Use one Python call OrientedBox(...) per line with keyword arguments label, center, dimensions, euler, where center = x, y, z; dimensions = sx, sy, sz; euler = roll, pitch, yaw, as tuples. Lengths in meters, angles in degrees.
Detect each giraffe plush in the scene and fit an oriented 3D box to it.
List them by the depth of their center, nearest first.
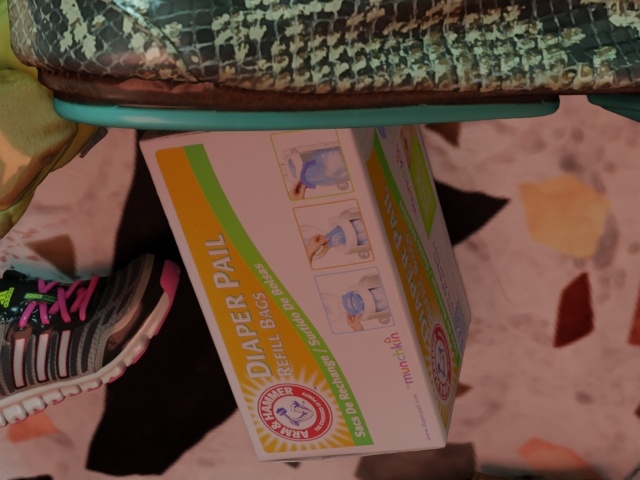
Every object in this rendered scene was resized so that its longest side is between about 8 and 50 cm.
OrientedBox(label="giraffe plush", center=(-0.163, -0.119, 0.855), dimensions=(0.170, 0.181, 0.210), euler=(42, 158, -4))

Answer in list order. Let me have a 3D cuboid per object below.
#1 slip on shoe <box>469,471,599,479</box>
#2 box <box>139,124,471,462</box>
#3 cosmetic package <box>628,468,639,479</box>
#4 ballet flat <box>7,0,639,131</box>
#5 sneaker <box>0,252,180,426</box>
OrientedBox(label="slip on shoe", center=(0.098, 0.153, 1.032), dimensions=(0.135, 0.051, 0.041), euler=(-15, 107, 29))
OrientedBox(label="box", center=(0.000, 0.000, 0.906), dimensions=(0.103, 0.114, 0.203), euler=(-7, 123, 18))
OrientedBox(label="cosmetic package", center=(0.152, 0.330, 0.932), dimensions=(0.156, 0.385, 0.217), euler=(35, 127, -10))
OrientedBox(label="ballet flat", center=(0.118, -0.111, 0.746), dimensions=(0.483, 0.164, 0.182), euler=(7, 98, -18))
OrientedBox(label="sneaker", center=(-0.153, 0.046, 1.003), dimensions=(0.170, 0.063, 0.075), euler=(-29, 120, 33))
